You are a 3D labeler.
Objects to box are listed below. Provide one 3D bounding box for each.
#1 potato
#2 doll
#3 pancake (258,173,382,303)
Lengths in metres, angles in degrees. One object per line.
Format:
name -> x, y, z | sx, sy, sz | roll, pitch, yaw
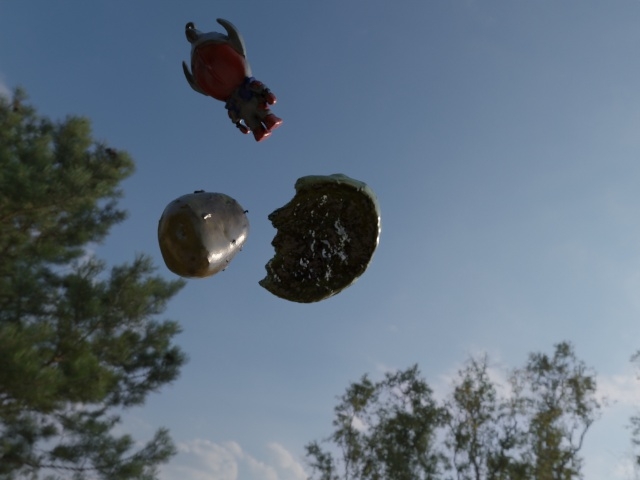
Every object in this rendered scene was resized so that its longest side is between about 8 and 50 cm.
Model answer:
potato -> -0.189, -0.009, 0.825 | 0.137, 0.176, 0.137 | 6, -75, 23
doll -> -0.127, -0.228, 0.732 | 0.194, 0.062, 0.104 | 52, -38, 1
pancake -> 0.005, 0.000, 0.476 | 0.116, 0.022, 0.129 | 0, -62, -23
